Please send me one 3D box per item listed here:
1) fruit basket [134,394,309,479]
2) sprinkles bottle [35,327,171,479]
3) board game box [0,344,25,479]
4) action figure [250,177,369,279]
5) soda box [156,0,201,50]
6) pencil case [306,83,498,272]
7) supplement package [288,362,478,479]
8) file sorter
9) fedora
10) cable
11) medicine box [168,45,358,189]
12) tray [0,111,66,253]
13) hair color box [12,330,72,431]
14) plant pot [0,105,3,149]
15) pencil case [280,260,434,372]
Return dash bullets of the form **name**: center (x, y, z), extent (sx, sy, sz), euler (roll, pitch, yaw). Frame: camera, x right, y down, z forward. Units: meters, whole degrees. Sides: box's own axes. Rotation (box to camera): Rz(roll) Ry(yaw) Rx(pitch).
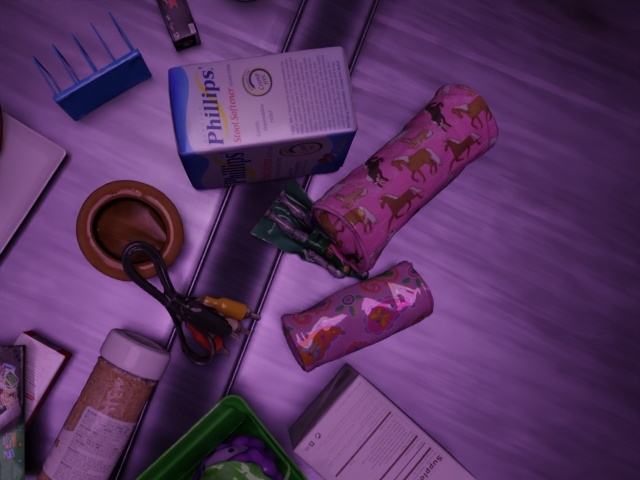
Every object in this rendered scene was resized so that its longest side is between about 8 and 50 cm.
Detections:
- **fruit basket**: center (-0.200, 0.452, 1.093), extent (0.392, 0.392, 0.283), euler (-43, 61, -6)
- **sprinkles bottle**: center (-0.396, 0.338, 1.225), extent (0.121, 0.121, 0.356), euler (26, 85, -3)
- **board game box**: center (-0.574, 0.312, 1.176), extent (0.136, 0.030, 0.260), euler (2, 82, -27)
- **action figure**: center (0.000, 0.000, 1.316), extent (0.232, 0.063, 0.137), euler (37, 81, -6)
- **soda box**: center (-0.282, -0.453, 1.313), extent (0.053, 0.060, 0.169), euler (-21, 90, -5)
- **pencil case**: center (0.157, -0.120, 1.253), extent (0.386, 0.167, 0.160), euler (-44, 122, -17)
- **supplement package**: center (0.110, 0.388, 1.242), extent (0.293, 0.177, 0.175), euler (42, 84, -2)
- **file sorter**: center (-0.417, -0.320, 1.265), extent (0.170, 0.118, 0.105), euler (-32, 87, -6)
- **fedora**: center (-0.345, -0.016, 1.272), extent (0.194, 0.079, 0.195), euler (0, 86, -4)
- **cable**: center (-0.254, 0.118, 1.255), extent (0.287, 0.072, 0.139), euler (38, 95, -16)
- **medicine box**: center (-0.101, -0.203, 1.209), extent (0.289, 0.263, 0.149), euler (-9, 83, -6)
- **tray**: center (-0.599, -0.088, 1.277), extent (0.145, 0.030, 0.271), euler (32, 84, -4)
- **hair color box**: center (-0.538, 0.258, 1.251), extent (0.093, 0.053, 0.167), euler (30, 83, -3)
- **plant pot**: center (-0.700, -0.188, 1.150), extent (0.264, 0.272, 0.273), euler (10, 86, -4)
- **pencil case**: center (0.070, 0.138, 1.287), extent (0.284, 0.124, 0.124), euler (-25, 89, -7)
